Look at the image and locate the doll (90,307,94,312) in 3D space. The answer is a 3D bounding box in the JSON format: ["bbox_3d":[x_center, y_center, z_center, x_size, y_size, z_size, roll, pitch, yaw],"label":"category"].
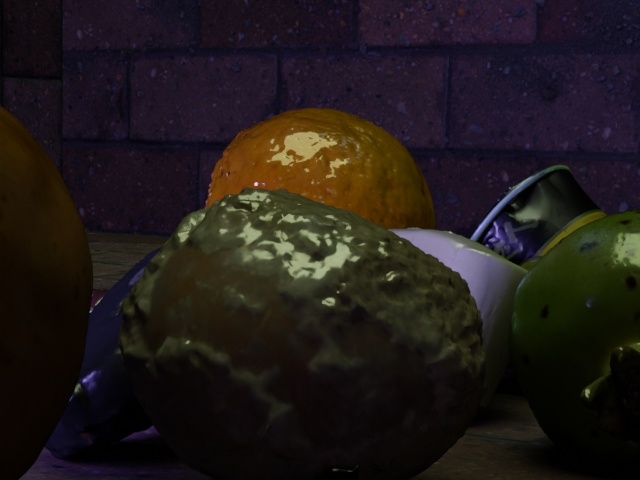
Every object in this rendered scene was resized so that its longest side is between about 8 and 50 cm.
[{"bbox_3d":[-0.413,0.133,1.874,0.384,0.099,0.188,-3,4,-8],"label":"doll"}]

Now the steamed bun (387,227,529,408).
[{"bbox_3d":[0.122,0.095,1.800,0.155,0.200,0.250,28,-11,-36],"label":"steamed bun"}]

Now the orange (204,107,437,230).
[{"bbox_3d":[0.000,0.000,2.067,0.293,0.341,0.340,7,5,6],"label":"orange"}]

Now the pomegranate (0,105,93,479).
[{"bbox_3d":[-0.370,0.035,1.151,0.410,0.410,0.410,1,4,0],"label":"pomegranate"}]

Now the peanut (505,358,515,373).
[{"bbox_3d":[0.226,0.107,2.073,0.224,0.129,0.129,5,5,15],"label":"peanut"}]

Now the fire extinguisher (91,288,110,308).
[{"bbox_3d":[-0.315,0.101,2.090,0.344,0.102,0.138,2,29,27],"label":"fire extinguisher"}]

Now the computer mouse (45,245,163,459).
[{"bbox_3d":[-0.165,0.107,1.570,0.183,0.116,0.323,-37,13,30],"label":"computer mouse"}]

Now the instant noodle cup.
[{"bbox_3d":[0.304,0.059,1.910,0.236,0.215,0.215,43,24,23],"label":"instant noodle cup"}]

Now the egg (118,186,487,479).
[{"bbox_3d":[-0.016,0.092,1.359,0.310,0.279,0.279,17,2,-10],"label":"egg"}]

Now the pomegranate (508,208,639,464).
[{"bbox_3d":[0.300,0.099,1.500,0.260,0.260,0.340,2,7,13],"label":"pomegranate"}]
